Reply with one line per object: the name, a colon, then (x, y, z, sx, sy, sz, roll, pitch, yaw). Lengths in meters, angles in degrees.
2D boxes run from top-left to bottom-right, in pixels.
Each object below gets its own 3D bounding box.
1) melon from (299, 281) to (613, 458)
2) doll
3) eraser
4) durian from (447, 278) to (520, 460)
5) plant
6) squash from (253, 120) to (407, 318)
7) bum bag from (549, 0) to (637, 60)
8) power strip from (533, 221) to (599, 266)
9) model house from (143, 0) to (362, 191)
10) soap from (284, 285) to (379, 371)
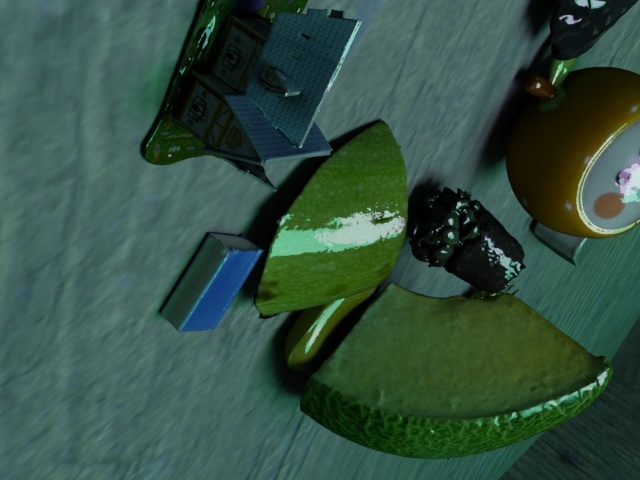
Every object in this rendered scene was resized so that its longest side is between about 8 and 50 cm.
melon: (0.136, 0.156, 1.273, 0.331, 0.226, 0.343, -11, 158, -3)
doll: (0.303, -0.127, 1.272, 0.213, 0.213, 0.236, -49, 116, -10)
eraser: (-0.090, 0.036, 0.903, 0.085, 0.027, 0.063, -58, 157, 12)
durian: (0.191, 0.219, 1.693, 0.169, 0.158, 0.352, -85, -162, -60)
plant: (0.161, -0.004, 1.214, 0.094, 0.143, 0.092, -48, -159, 29)
squash: (0.022, 0.010, 0.988, 0.184, 0.085, 0.192, -42, 155, -46)
bum bag: (0.352, -0.332, 1.143, 0.340, 0.095, 0.144, -47, 160, -7)
power strip: (0.447, -0.071, 1.682, 0.229, 0.141, 0.261, -55, 161, 3)
model house: (-0.032, -0.100, 0.727, 0.117, 0.088, 0.167, -12, 135, -58)
soap: (0.010, 0.080, 1.149, 0.140, 0.045, 0.089, -53, 163, -1)
